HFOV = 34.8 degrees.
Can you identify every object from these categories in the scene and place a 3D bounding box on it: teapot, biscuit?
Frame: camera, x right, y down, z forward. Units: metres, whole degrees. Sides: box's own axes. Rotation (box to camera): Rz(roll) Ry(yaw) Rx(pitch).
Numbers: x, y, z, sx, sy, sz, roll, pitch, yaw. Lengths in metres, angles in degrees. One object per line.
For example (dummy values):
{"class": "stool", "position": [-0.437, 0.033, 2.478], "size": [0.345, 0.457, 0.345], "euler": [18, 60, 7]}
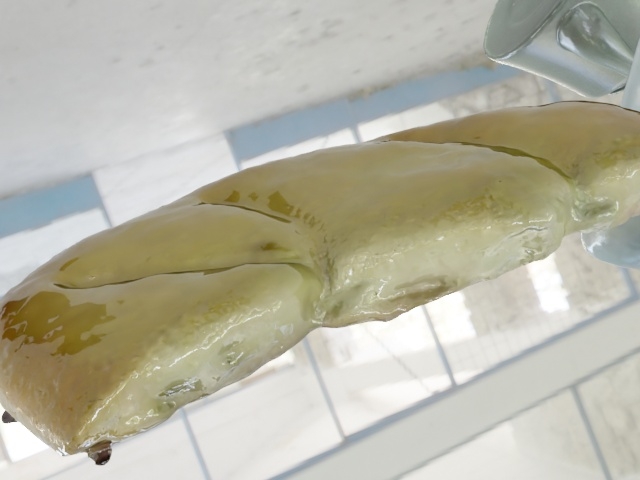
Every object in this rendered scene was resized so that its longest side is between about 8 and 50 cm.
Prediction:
{"class": "teapot", "position": [0.256, -0.204, 0.929], "size": [0.162, 0.149, 0.239], "euler": [-54, -164, 29]}
{"class": "biscuit", "position": [0.000, -0.002, 0.440], "size": [0.299, 0.045, 0.154], "euler": [-23, -153, -12]}

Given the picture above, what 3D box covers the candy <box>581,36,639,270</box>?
{"class": "candy", "position": [0.243, -0.049, 0.617], "size": [0.138, 0.174, 0.071], "euler": [7, -141, 3]}
